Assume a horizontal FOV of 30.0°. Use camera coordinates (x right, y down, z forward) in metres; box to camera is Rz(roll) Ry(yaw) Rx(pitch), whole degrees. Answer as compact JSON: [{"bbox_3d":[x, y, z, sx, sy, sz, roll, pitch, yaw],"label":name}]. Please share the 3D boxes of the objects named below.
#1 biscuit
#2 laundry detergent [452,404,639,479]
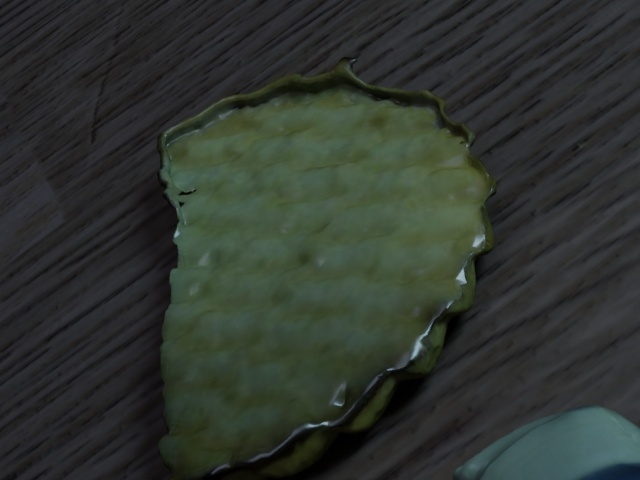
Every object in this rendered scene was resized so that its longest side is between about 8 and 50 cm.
[{"bbox_3d":[0.000,0.000,0.605,0.187,0.036,0.274,-21,41,15],"label":"biscuit"},{"bbox_3d":[0.129,0.145,0.331,0.143,0.094,0.290,-42,40,5],"label":"laundry detergent"}]
